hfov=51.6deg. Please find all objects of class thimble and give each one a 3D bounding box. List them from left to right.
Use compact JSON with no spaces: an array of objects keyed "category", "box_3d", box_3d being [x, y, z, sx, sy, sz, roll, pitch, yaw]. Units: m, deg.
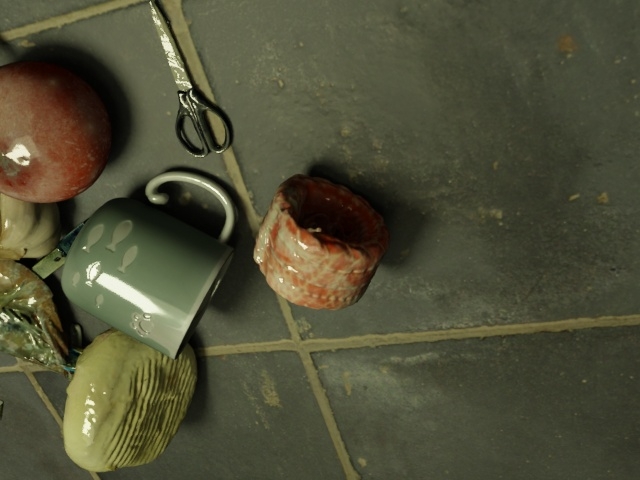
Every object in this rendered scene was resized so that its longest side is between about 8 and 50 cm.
[{"category":"thimble","box_3d":[0.000,0.000,1.231,0.239,0.239,0.162,27,125,-4]}]

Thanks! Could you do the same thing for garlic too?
[{"category":"garlic","box_3d":[-0.622,-0.042,1.407,0.142,0.178,0.229,8,161,-23]}]

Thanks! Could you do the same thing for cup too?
[{"category":"cup","box_3d":[-0.329,0.022,1.337,0.274,0.259,0.357,27,93,-3]}]

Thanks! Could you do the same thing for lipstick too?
[{"category":"lipstick","box_3d":[-0.597,0.036,1.511,0.312,0.051,0.051,-30,105,32]}]

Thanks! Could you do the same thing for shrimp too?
[{"category":"shrimp","box_3d":[-0.690,0.188,1.567,0.445,0.110,0.221,41,101,-20]}]

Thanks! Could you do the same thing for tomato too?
[{"category":"tomato","box_3d":[-0.529,-0.195,1.236,0.270,0.227,0.270,3,122,5]}]

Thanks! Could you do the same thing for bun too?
[{"category":"bun","box_3d":[-0.454,0.355,1.523,0.213,0.361,0.361,19,127,26]}]

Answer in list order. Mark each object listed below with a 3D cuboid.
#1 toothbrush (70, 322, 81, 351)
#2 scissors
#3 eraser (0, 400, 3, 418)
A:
[{"category":"toothbrush","box_3d":[-0.627,0.369,1.744,0.040,0.040,0.386,12,120,6]},{"category":"scissors","box_3d":[-0.255,-0.294,1.229,0.109,0.022,0.300,-10,118,16]},{"category":"eraser","box_3d":[-0.934,0.485,1.899,0.038,0.019,0.083,23,125,-2]}]
